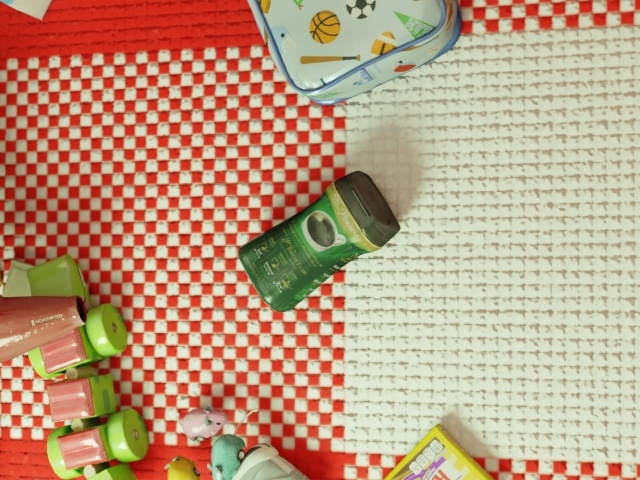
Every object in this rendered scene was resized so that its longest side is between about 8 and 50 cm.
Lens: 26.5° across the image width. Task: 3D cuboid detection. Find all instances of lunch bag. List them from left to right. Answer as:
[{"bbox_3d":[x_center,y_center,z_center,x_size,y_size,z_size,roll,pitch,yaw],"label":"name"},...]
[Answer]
[{"bbox_3d":[0.015,-0.327,1.612,0.243,0.115,0.303,-24,81,17],"label":"lunch bag"}]

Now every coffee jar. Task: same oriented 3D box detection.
[{"bbox_3d":[0.000,0.000,1.614,0.184,0.079,0.096,-34,76,14],"label":"coffee jar"}]

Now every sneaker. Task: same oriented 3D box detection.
[{"bbox_3d":[-0.080,0.368,1.619,0.132,0.086,0.229,31,96,14],"label":"sneaker"}]

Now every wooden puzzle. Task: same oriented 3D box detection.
[{"bbox_3d":[-0.381,0.066,1.766,0.116,0.014,0.079,23,98,17],"label":"wooden puzzle"}]

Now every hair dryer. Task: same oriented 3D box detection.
[{"bbox_3d":[-0.420,0.049,1.628,0.293,0.080,0.224,24,104,0],"label":"hair dryer"}]

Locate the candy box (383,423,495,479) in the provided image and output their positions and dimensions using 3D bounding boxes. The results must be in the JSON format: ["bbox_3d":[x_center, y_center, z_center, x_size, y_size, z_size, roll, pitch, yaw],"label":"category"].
[{"bbox_3d":[0.105,0.325,1.592,0.105,0.027,0.206,44,100,11],"label":"candy box"}]

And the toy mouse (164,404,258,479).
[{"bbox_3d":[-0.135,0.242,1.631,0.143,0.031,0.161,-40,43,15],"label":"toy mouse"}]

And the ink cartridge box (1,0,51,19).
[{"bbox_3d":[-0.416,-0.365,1.759,0.143,0.090,0.092,29,96,16],"label":"ink cartridge box"}]

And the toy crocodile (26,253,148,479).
[{"bbox_3d":[-0.298,0.186,1.685,0.115,0.105,0.341,-16,82,16],"label":"toy crocodile"}]
